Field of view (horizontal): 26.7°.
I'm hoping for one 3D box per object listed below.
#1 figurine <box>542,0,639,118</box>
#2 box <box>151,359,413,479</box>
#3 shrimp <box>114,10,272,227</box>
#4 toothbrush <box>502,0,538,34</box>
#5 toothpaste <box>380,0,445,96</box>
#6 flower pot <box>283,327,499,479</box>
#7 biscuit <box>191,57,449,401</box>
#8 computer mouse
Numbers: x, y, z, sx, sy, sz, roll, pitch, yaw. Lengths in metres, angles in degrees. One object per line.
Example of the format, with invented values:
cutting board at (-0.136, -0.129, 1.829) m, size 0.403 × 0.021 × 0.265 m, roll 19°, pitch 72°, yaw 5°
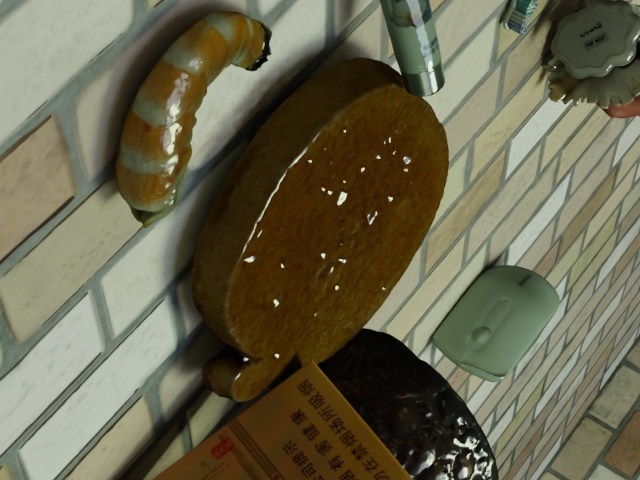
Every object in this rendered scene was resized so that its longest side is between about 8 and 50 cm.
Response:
figurine at (0.403, -0.248, 1.785) m, size 0.207 × 0.166 × 0.387 m, roll -30°, pitch 171°, yaw 21°
box at (-0.061, 0.267, 1.281) m, size 0.274 × 0.174 × 0.076 m, roll -36°, pitch 163°, yaw -17°
shrimp at (-0.093, -0.098, 1.013) m, size 0.166 × 0.049 × 0.161 m, roll -41°, pitch 152°, yaw -56°
toothbrush at (0.275, -0.373, 1.493) m, size 0.030 × 0.030 × 0.304 m, roll -3°, pitch 118°, yaw -65°
toothpaste at (0.064, -0.227, 1.121) m, size 0.062 × 0.039 × 0.239 m, roll -44°, pitch 134°, yaw -31°
flower pot at (0.012, 0.267, 1.455) m, size 0.267 × 0.266 × 0.266 m, roll -35°, pitch 150°, yaw -26°
biscuit at (-0.008, -0.004, 1.285) m, size 0.350 × 0.070 × 0.394 m, roll -54°, pitch 158°, yaw -7°
computer mouse at (0.264, 0.111, 1.971) m, size 0.231 × 0.128 × 0.079 m, roll -45°, pitch 155°, yaw -42°
